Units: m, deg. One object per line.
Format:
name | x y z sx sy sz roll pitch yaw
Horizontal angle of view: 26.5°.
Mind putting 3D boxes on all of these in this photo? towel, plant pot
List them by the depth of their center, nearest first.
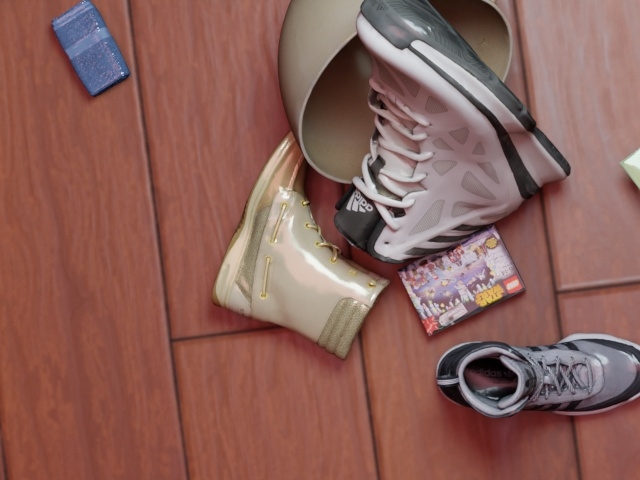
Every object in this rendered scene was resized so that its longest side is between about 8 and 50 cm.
plant pot | 0.061 -0.236 1.639 0.284 0.284 0.191 -37 55 7
towel | -0.303 -0.253 1.798 0.067 0.029 0.119 -29 84 8

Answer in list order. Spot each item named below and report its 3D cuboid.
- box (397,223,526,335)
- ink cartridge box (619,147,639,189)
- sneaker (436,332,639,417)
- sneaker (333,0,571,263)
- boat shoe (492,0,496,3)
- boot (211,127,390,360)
box | 0.177 0.049 1.713 0.137 0.027 0.094 -27 86 8
ink cartridge box | 0.479 -0.112 1.648 0.209 0.062 0.109 -36 83 7
sneaker | 0.269 0.167 1.632 0.269 0.153 0.101 -3 89 9
sneaker | 0.105 -0.094 1.531 0.257 0.447 0.169 -41 57 9
boat shoe | 0.170 -0.361 1.705 0.059 0.063 0.170 -41 82 12
boot | 0.000 0.000 1.709 0.204 0.095 0.262 24 95 10
